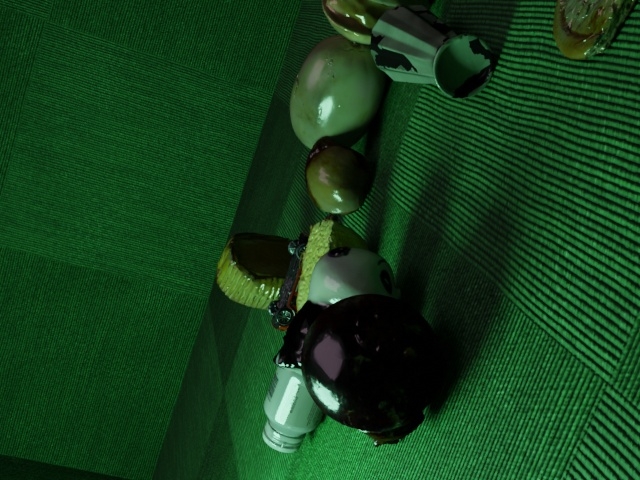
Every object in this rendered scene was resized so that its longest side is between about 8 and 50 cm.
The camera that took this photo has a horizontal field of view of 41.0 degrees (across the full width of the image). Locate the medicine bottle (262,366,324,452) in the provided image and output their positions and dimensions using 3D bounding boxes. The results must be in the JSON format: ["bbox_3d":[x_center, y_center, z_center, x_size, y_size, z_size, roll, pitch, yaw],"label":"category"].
[{"bbox_3d":[-0.054,0.359,1.904,0.135,0.135,0.215,-110,38,-66],"label":"medicine bottle"}]

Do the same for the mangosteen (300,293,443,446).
[{"bbox_3d":[0.083,0.229,1.409,0.231,0.231,0.289,-93,2,-51],"label":"mangosteen"}]

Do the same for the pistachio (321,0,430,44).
[{"bbox_3d":[0.136,-0.557,1.967,0.321,0.238,0.229,-42,-24,-54],"label":"pistachio"}]

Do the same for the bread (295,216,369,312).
[{"bbox_3d":[0.036,0.072,1.865,0.143,0.139,0.229,146,137,-65],"label":"bread"}]

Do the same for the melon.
[{"bbox_3d":[0.042,-0.364,2.124,0.223,0.223,0.317,-91,17,-48],"label":"melon"}]

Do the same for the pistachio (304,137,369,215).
[{"bbox_3d":[0.039,-0.155,2.062,0.165,0.130,0.210,-35,70,10],"label":"pistachio"}]

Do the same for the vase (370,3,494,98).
[{"bbox_3d":[0.211,-0.365,1.660,0.360,0.165,0.165,-122,49,-66],"label":"vase"}]

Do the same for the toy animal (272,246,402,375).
[{"bbox_3d":[0.059,0.150,1.594,0.267,0.212,0.212,-65,13,-11],"label":"toy animal"}]

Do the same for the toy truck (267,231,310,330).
[{"bbox_3d":[-0.045,0.112,2.173,0.107,0.114,0.253,-156,84,-73],"label":"toy truck"}]

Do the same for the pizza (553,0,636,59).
[{"bbox_3d":[0.397,-0.354,1.170,0.262,0.034,0.181,127,155,-54],"label":"pizza"}]

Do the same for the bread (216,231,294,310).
[{"bbox_3d":[-0.153,0.087,2.329,0.227,0.253,0.142,-101,28,-44],"label":"bread"}]

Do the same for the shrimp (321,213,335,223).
[{"bbox_3d":[0.000,0.000,2.278,0.091,0.034,0.161,-91,24,-46],"label":"shrimp"}]
